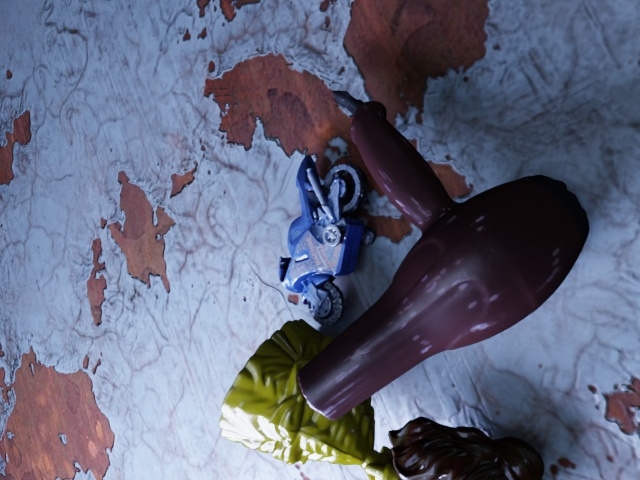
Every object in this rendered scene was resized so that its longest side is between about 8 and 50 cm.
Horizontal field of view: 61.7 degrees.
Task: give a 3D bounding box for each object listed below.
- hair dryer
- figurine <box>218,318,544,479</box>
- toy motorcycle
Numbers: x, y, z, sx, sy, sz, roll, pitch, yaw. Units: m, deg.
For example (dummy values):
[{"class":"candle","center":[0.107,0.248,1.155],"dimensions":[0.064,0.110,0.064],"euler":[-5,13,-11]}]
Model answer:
[{"class":"hair dryer","center":[0.061,-0.027,0.570],"dimensions":[0.313,0.123,0.340],"euler":[-33,62,1]},{"class":"figurine","center":[0.067,0.231,0.588],"dimensions":[0.315,0.187,0.168],"euler":[28,69,20]},{"class":"toy motorcycle","center":[0.000,0.000,0.672],"dimensions":[0.114,0.076,0.204],"euler":[16,100,38]}]
